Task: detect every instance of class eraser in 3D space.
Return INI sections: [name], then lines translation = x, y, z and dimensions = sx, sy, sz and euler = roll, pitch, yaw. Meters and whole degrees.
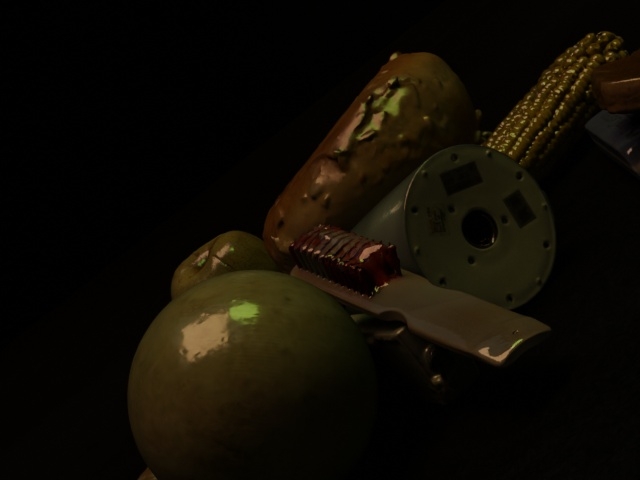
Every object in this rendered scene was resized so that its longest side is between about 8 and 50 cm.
[eraser]
translation = 0.325, -0.111, 1.492
dimensions = 0.082, 0.036, 0.225
euler = -37, 10, 7

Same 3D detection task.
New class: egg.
[egg]
translation = -0.057, 0.132, 1.318
dimensions = 0.218, 0.218, 0.295
euler = -39, 2, 5

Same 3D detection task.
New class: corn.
[corn]
translation = 0.249, -0.124, 1.671
dimensions = 0.320, 0.097, 0.097
euler = -46, 12, -27

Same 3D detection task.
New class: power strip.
[power strip]
translation = 0.062, 0.108, 1.392
dimensions = 0.048, 0.080, 0.286
euler = -37, 7, -18

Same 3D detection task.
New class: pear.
[pear]
translation = -0.124, 0.067, 2.053
dimensions = 0.167, 0.136, 0.167
euler = -38, 14, 11

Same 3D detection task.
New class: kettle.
[kettle]
translation = 0.123, 0.007, 1.464
dimensions = 0.210, 0.160, 0.243
euler = -23, -3, -26

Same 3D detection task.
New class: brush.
[brush]
translation = 0.072, 0.039, 1.273
dimensions = 0.060, 0.050, 0.321
euler = -32, 27, -23

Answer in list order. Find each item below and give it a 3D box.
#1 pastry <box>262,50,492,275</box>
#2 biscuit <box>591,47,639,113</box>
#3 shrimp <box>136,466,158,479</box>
[pastry]
translation = 0.076, -0.062, 1.736
dimensions = 0.316, 0.184, 0.284
euler = -53, 3, -20
[biscuit]
translation = 0.357, -0.170, 1.460
dimensions = 0.183, 0.047, 0.320
euler = -9, 13, 9
[shrimp]
translation = -0.114, 0.224, 1.578
dimensions = 0.317, 0.062, 0.164
euler = -38, 14, 32
